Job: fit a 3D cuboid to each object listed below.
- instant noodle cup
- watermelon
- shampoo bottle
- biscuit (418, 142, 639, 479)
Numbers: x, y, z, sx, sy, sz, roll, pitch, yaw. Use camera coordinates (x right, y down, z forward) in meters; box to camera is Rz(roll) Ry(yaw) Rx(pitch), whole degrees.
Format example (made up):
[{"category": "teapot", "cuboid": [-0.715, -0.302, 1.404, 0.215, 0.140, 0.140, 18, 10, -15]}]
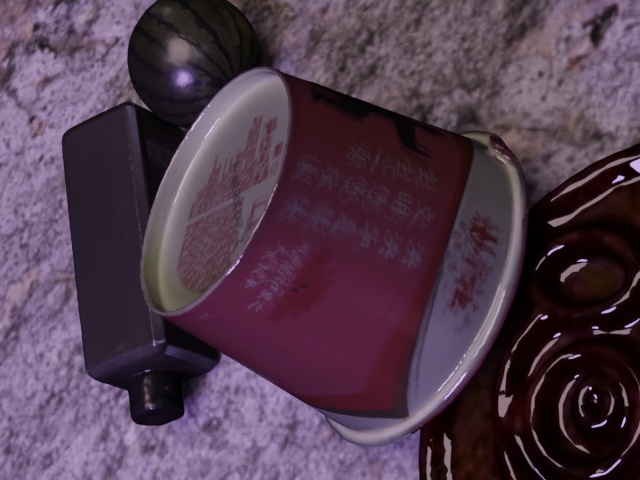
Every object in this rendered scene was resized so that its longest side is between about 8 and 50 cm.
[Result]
[{"category": "instant noodle cup", "cuboid": [0.000, 0.000, 1.286, 0.235, 0.178, 0.235, -43, 34, 38]}, {"category": "watermelon", "cuboid": [-0.104, -0.145, 1.497, 0.105, 0.105, 0.133, -55, 43, 5]}, {"category": "shampoo bottle", "cuboid": [-0.139, 0.021, 1.478, 0.079, 0.080, 0.246, -22, 63, 27]}, {"category": "biscuit", "cuboid": [0.236, 0.119, 1.198, 0.407, 0.091, 0.408, -10, 70, 30]}]
